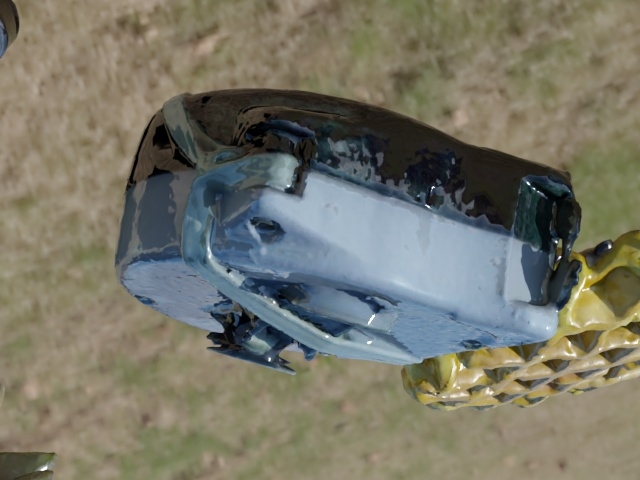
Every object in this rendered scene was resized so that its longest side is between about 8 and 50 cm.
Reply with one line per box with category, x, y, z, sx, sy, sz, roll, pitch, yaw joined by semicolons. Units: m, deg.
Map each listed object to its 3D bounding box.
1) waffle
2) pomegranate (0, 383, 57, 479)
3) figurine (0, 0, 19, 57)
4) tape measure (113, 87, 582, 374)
waffle;0.202;0.051;0.984;0.329;0.062;0.329;-13;163;-4
pomegranate;-0.219;0.148;0.692;0.191;0.152;0.131;-43;123;7
figurine;-0.332;-0.061;1.003;0.281;0.370;0.167;32;139;-8
tape measure;-0.003;0.001;0.677;0.182;0.107;0.181;16;161;-20
